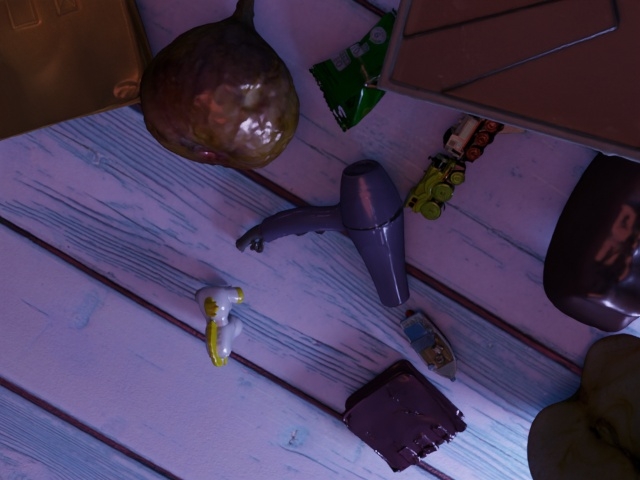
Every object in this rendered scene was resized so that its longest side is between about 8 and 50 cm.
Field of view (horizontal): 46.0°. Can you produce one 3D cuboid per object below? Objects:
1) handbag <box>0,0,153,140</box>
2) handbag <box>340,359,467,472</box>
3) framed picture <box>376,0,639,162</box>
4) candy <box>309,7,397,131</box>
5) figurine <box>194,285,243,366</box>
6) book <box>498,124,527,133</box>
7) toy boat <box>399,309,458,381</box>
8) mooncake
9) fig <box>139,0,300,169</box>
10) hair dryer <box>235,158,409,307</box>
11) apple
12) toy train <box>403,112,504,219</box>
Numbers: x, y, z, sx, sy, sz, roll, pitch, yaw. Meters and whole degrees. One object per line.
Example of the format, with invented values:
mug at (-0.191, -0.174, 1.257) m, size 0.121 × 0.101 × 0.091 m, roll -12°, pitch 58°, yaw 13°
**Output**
handbag at (-0.514, -0.360, 1.410) m, size 0.401 × 0.133 × 0.283 m, roll -12°, pitch 105°, yaw 14°
handbag at (0.179, 0.381, 1.629) m, size 0.216 × 0.074 × 0.203 m, roll 43°, pitch 113°, yaw -11°
framed picture at (0.326, -0.296, 0.984) m, size 0.446 × 0.028 × 0.326 m, roll 18°, pitch 113°, yaw 7°
candy at (0.092, -0.301, 1.354) m, size 0.203 × 0.078 × 0.141 m, roll -33°, pitch 104°, yaw 15°
figurine at (-0.214, 0.177, 1.578) m, size 0.109 × 0.129 × 0.178 m, roll -1°, pitch 112°, yaw 7°
book at (0.321, -0.258, 1.362) m, size 0.103 × 0.017 × 0.135 m, roll -1°, pitch 113°, yaw 10°
toy boat at (0.229, 0.220, 1.558) m, size 0.069 × 0.059 × 0.173 m, roll -32°, pitch 104°, yaw 20°
mooncake at (0.525, -0.016, 1.275) m, size 0.174 × 0.334 × 0.325 m, roll 25°, pitch 75°, yaw -3°
fig at (-0.147, -0.313, 1.340) m, size 0.286 × 0.286 × 0.368 m, roll 21°, pitch 83°, yaw 1°
hair dryer at (0.000, 0.000, 1.501) m, size 0.361 × 0.121 × 0.301 m, roll -4°, pitch 121°, yaw 21°
apple at (0.556, 0.371, 1.403) m, size 0.295 × 0.365 × 0.328 m, roll -10°, pitch 108°, yaw -6°
toy train at (0.246, -0.147, 1.393) m, size 0.085 × 0.053 × 0.249 m, roll 30°, pitch 120°, yaw -3°
